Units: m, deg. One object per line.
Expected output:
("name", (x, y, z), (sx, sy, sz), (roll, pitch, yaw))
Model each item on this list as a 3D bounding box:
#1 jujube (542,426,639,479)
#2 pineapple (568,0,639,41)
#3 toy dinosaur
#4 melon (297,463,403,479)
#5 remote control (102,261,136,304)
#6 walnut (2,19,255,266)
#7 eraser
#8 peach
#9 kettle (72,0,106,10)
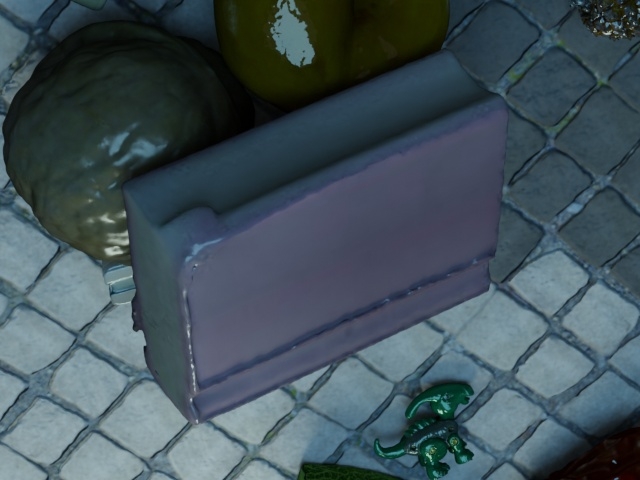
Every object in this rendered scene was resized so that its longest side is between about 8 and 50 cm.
("jujube", (0.340, 0.316, 2.129), (0.230, 0.155, 0.155), (-31, 117, 10))
("pineapple", (0.361, -0.256, 1.877), (0.221, 0.083, 0.103), (-5, 118, -8))
("toy dinosaur", (0.124, 0.219, 2.106), (0.132, 0.059, 0.096), (-24, 109, -5))
("melon", (0.111, 0.387, 2.152), (0.323, 0.196, 0.124), (15, 149, -23))
("remote control", (-0.094, -0.009, 1.928), (0.277, 0.103, 0.055), (-16, 121, 0))
("walnut", (-0.182, -0.099, 1.790), (0.248, 0.248, 0.248), (-3, 117, -6))
("eraser", (0.000, 0.000, 1.760), (0.359, 0.122, 0.272), (-24, 142, -23))
("peach", (0.015, -0.233, 1.789), (0.251, 0.153, 0.251), (-11, 114, -27))
("kettle", (-0.317, -0.364, 1.664), (0.342, 0.247, 0.319), (23, 137, -10))
